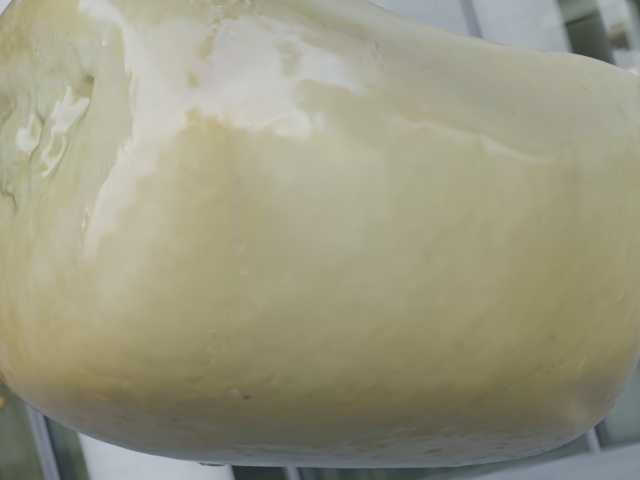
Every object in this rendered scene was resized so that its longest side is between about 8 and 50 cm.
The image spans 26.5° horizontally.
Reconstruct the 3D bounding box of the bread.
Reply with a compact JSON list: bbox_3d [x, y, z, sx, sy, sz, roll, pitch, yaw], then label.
[{"bbox_3d":[0.000,0.000,0.761,0.376,0.253,0.348,6,-6,-37],"label":"bread"}]
